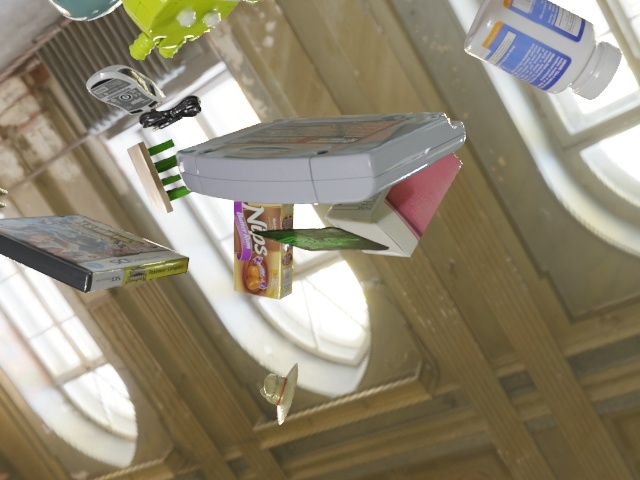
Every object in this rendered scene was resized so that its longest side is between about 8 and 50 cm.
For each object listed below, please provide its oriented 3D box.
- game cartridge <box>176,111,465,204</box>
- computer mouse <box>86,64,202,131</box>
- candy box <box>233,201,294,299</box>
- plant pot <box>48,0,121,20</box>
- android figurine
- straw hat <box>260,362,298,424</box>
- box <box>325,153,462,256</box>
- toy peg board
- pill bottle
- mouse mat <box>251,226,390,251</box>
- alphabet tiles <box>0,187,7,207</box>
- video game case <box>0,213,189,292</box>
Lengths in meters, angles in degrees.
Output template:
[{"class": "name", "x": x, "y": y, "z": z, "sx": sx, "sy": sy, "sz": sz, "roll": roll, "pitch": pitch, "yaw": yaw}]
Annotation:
[{"class": "game cartridge", "x": -0.015, "y": -0.095, "z": 0.805, "sx": 0.297, "sy": 0.062, "sz": 0.198, "roll": 7, "pitch": -150, "yaw": 42}, {"class": "computer mouse", "x": -0.273, "y": -0.223, "z": 1.084, "sx": 0.106, "sy": 0.042, "sz": 0.193, "roll": -17, "pitch": 161, "yaw": 20}, {"class": "candy box", "x": -0.108, "y": 0.010, "z": 1.358, "sx": 0.109, "sy": 0.186, "sz": 0.053, "roll": 9, "pitch": -163, "yaw": 27}, {"class": "plant pot", "x": -0.659, "y": -0.726, "z": 1.975, "sx": 0.290, "sy": 0.290, "sz": 0.195, "roll": -41, "pitch": 173, "yaw": -44}, {"class": "android figurine", "x": -0.099, "y": -0.289, "z": 0.736, "sx": 0.273, "sy": 0.056, "sz": 0.248, "roll": -42, "pitch": -179, "yaw": 21}, {"class": "straw hat", "x": -0.098, "y": 0.327, "z": 1.573, "sx": 0.144, "sy": 0.061, "sz": 0.144, "roll": -161, "pitch": -90, "yaw": -81}, {"class": "box", "x": 0.145, "y": -0.098, "z": 1.405, "sx": 0.149, "sy": 0.127, "sz": 0.232, "roll": 5, "pitch": -121, "yaw": 55}, {"class": "toy peg board", "x": -0.353, "y": -0.149, "z": 1.600, "sx": 0.079, "sy": 0.161, "sz": 0.161, "roll": -25, "pitch": -168, "yaw": -20}, {"class": "pill bottle", "x": 0.432, "y": -0.378, "z": 1.386, "sx": 0.152, "sy": 0.272, "sz": 0.152, "roll": -155, "pitch": -90, "yaw": -85}, {"class": "mouse mat", "x": 0.000, "y": 0.000, "z": 1.177, "sx": 0.190, "sy": 0.007, "sz": 0.153, "roll": -1, "pitch": 167, "yaw": 41}, {"class": "alphabet tiles", "x": -0.846, "y": -0.109, "z": 1.485, "sx": 0.285, "sy": 0.011, "sz": 0.342, "roll": -10, "pitch": 162, "yaw": 19}, {"class": "video game case", "x": -0.404, "y": 0.012, "z": 1.210, "sx": 0.275, "sy": 0.035, "sz": 0.248, "roll": 20, "pitch": -167, "yaw": 24}]
